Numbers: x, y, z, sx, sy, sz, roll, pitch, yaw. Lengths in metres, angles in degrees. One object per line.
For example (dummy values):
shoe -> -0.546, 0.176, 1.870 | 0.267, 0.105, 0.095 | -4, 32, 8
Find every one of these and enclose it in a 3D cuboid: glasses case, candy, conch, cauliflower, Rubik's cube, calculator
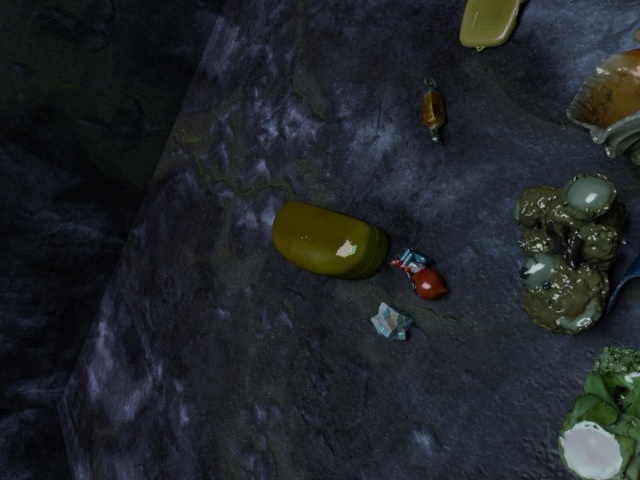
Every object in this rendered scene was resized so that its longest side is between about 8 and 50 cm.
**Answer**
glasses case -> 0.000, 0.000, 1.277 | 0.371, 0.141, 0.173 | 22, 95, 49
candy -> 0.269, -0.305, 1.148 | 0.046, 0.053, 0.181 | -28, 58, 54
conch -> 0.546, -0.214, 0.717 | 0.297, 0.209, 0.352 | -29, 12, 21
cauliflower -> 0.430, 0.275, 0.635 | 0.272, 0.251, 0.275 | -66, 21, 16
Rubik's cube -> 0.157, 0.188, 1.095 | 0.073, 0.084, 0.075 | -63, 26, 6
calculator -> 0.400, -0.547, 1.095 | 0.157, 0.033, 0.236 | 22, 97, 47

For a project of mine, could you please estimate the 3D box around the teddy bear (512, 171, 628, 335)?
teddy bear -> 0.413, 0.031, 0.811 | 0.267, 0.156, 0.255 | -115, 44, -87

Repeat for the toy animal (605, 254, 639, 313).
toy animal -> 0.524, 0.031, 0.699 | 0.176, 0.256, 0.239 | 53, 161, 16

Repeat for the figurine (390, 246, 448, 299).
figurine -> 0.226, 0.076, 1.068 | 0.075, 0.068, 0.140 | -52, 52, 18
